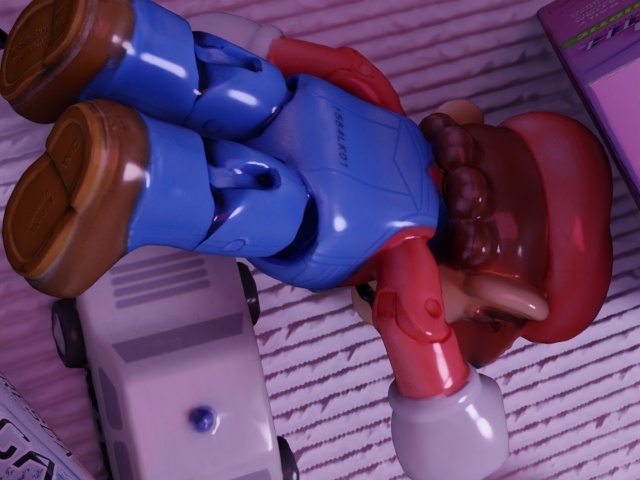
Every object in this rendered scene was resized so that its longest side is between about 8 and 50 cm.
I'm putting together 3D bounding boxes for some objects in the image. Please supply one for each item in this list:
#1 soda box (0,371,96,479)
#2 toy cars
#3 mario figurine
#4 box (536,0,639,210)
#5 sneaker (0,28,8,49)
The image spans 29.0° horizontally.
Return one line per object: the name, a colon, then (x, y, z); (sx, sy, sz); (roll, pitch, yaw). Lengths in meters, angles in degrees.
soda box: (-0.145, 0.094, 0.520); (0.183, 0.063, 0.058); (42, 85, 20)
toy cars: (-0.110, 0.173, 0.574); (0.176, 0.087, 0.393); (30, 80, -19)
mario figurine: (0.000, 0.000, 0.585); (0.321, 0.170, 0.198); (16, 87, -35)
box: (0.213, -0.034, 0.602); (0.117, 0.243, 0.213); (-29, 103, 12)
sneaker: (-0.244, -0.070, 0.523); (0.224, 0.083, 0.098); (-33, 110, -17)
